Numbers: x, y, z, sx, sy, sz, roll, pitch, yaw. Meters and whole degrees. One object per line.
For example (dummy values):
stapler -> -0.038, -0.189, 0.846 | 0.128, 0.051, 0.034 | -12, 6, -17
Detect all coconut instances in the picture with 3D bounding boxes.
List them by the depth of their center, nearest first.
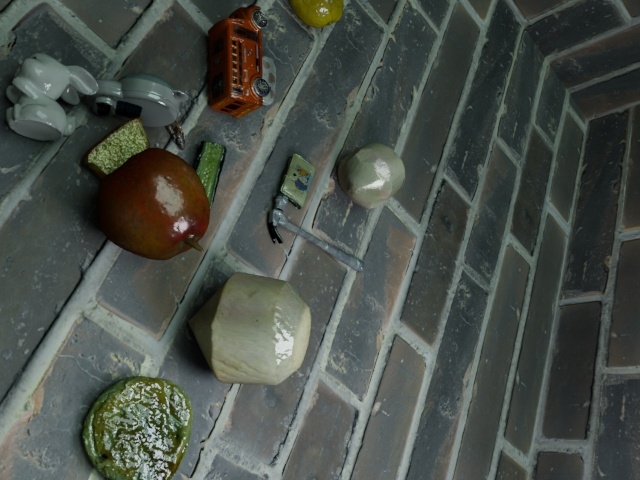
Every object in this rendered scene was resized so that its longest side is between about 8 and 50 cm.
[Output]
coconut -> -0.195, 0.237, 1.731 | 0.329, 0.329, 0.328 | 13, 71, -41
coconut -> 0.167, -0.219, 2.228 | 0.234, 0.224, 0.224 | -21, 94, -45

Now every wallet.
wallet -> -0.074, -0.193, 2.109 | 0.110, 0.039, 0.155 | 37, 55, -33

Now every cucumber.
cucumber -> -0.324, -0.174, 1.857 | 0.078, 0.062, 0.211 | 12, 74, -6

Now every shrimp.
shrimp -> -0.398, -0.298, 1.829 | 0.092, 0.038, 0.029 | 59, 5, -15

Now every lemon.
lemon -> -0.017, -0.827, 2.242 | 0.207, 0.170, 0.170 | 51, 50, -14

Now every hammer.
hammer -> -0.001, 0.000, 2.128 | 0.427, 0.044, 0.152 | 27, 62, -37

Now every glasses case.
glasses case -> -0.175, -0.510, 2.092 | 0.063, 0.041, 0.164 | 17, 68, -40

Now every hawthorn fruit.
hawthorn fruit -> -0.388, -0.065, 1.599 | 0.298, 0.277, 0.277 | 43, 46, 12

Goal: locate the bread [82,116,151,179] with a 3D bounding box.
bread -> -0.503, -0.229, 1.652 | 0.187, 0.065, 0.103 | -40, 109, -20

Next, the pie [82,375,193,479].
pie -> -0.428, 0.454, 1.577 | 0.277, 0.078, 0.277 | 16, 67, -41

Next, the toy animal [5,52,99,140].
toy animal -> -0.639, -0.333, 1.540 | 0.178, 0.127, 0.193 | 25, 64, -34

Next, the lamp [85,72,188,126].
lamp -> -0.473, -0.370, 1.685 | 0.246, 0.179, 0.108 | 5, 71, -22

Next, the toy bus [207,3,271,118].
toy bus -> -0.252, -0.547, 1.960 | 0.153, 0.143, 0.329 | 8, 76, -40
